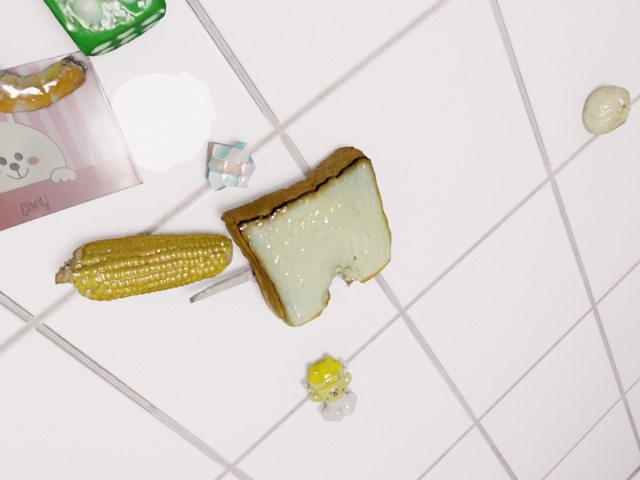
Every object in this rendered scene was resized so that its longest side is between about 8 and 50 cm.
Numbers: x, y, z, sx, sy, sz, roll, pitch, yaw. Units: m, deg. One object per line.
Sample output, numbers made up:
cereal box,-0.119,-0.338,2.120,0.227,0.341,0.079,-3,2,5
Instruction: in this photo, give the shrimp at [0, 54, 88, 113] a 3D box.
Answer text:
shrimp,-0.395,-0.246,0.534,0.166,0.049,0.161,-15,111,-20

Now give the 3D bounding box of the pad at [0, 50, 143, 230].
pad,-0.433,-0.122,0.584,0.299,0.005,0.202,-22,115,-17

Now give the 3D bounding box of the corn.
corn,-0.265,0.036,0.664,0.261,0.097,0.097,-9,111,-29

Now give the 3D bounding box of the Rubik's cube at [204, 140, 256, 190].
Rubik's cube,-0.143,-0.121,0.679,0.084,0.073,0.075,-13,113,-18

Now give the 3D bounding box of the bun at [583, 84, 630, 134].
bun,0.683,-0.307,0.999,0.115,0.069,0.115,-8,111,-21

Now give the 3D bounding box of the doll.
doll,0.026,0.322,0.911,0.106,0.062,0.162,-26,117,-10

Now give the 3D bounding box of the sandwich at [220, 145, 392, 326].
sandwich,-0.001,0.000,0.753,0.273,0.095,0.249,-33,120,-22

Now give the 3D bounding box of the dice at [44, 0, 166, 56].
dice,-0.273,-0.310,0.523,0.128,0.131,0.120,-36,118,-12

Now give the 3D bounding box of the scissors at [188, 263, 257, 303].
scissors,-0.134,0.063,0.752,0.212,0.021,0.110,-22,118,-31
